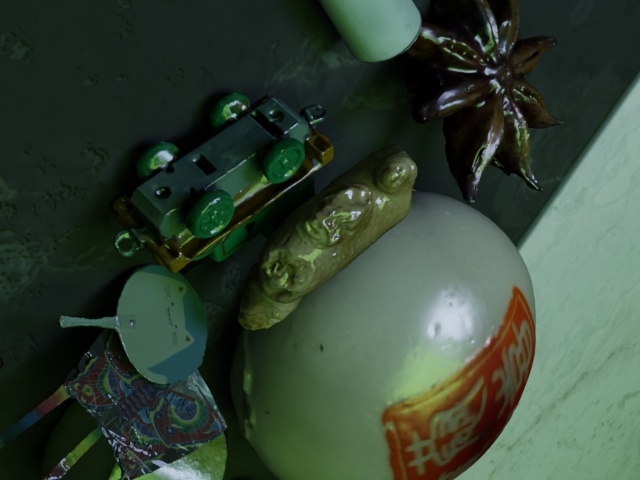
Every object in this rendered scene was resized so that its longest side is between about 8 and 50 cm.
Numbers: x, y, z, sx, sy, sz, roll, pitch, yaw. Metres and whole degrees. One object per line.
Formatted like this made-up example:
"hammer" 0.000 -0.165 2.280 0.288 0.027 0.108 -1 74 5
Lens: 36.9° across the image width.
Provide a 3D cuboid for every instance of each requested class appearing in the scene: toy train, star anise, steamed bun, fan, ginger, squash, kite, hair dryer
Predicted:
"toy train" -0.080 -0.043 0.853 0.228 0.091 0.136 -39 151 -18
"star anise" 0.155 -0.163 0.997 0.272 0.103 0.271 1 88 -44
"steamed bun" 0.095 0.136 1.061 0.374 0.241 0.374 -30 137 -32
"fan" -0.164 0.074 0.863 0.175 0.005 0.113 8 71 -53
"ginger" 0.000 -0.002 0.873 0.213 0.074 0.137 -36 161 -4
"squash" -0.182 0.217 0.906 0.123 0.170 0.170 35 92 -40
"kite" -0.188 0.160 0.800 0.015 0.152 0.285 -33 -177 31
"hair dryer" 0.085 -0.285 0.851 0.236 0.073 0.131 -50 142 -7

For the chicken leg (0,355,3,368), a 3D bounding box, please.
"chicken leg" -0.400 0.143 0.626 0.361 0.140 0.211 10 90 -49
